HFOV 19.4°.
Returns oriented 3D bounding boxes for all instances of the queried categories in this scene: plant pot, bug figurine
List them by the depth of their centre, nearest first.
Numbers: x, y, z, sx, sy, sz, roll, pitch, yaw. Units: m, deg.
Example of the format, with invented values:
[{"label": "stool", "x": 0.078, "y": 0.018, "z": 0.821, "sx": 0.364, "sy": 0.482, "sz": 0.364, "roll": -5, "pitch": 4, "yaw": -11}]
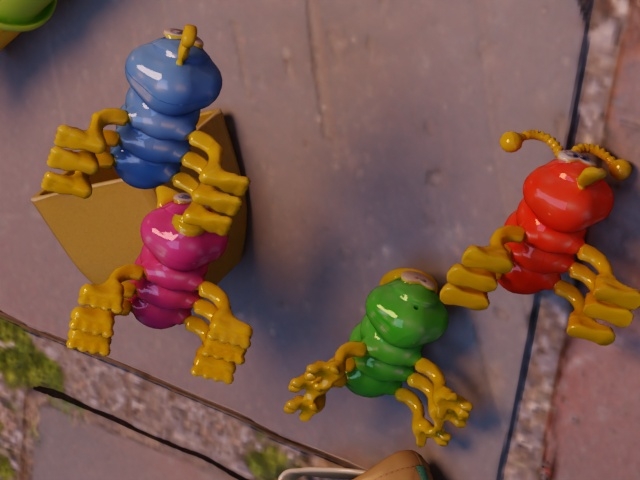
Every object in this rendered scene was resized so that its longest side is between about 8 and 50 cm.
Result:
[{"label": "bug figurine", "x": 0.000, "y": 0.000, "z": 0.889, "sx": 0.279, "sy": 0.072, "sz": 0.216, "roll": 17, "pitch": 138, "yaw": -14}, {"label": "plant pot", "x": -0.086, "y": -0.010, "z": 0.993, "sx": 0.081, "sy": 0.081, "sz": 0.083, "roll": -9, "pitch": 113, "yaw": 35}]

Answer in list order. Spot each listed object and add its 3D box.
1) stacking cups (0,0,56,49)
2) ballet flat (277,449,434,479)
[{"label": "stacking cups", "x": -0.115, "y": -0.188, "z": 0.940, "sx": 0.316, "sy": 0.096, "sz": 0.096, "roll": -33, "pitch": 86, "yaw": 36}, {"label": "ballet flat", "x": -0.025, "y": 0.167, "z": 1.025, "sx": 0.232, "sy": 0.080, "sz": 0.073, "roll": -19, "pitch": 66, "yaw": 34}]
